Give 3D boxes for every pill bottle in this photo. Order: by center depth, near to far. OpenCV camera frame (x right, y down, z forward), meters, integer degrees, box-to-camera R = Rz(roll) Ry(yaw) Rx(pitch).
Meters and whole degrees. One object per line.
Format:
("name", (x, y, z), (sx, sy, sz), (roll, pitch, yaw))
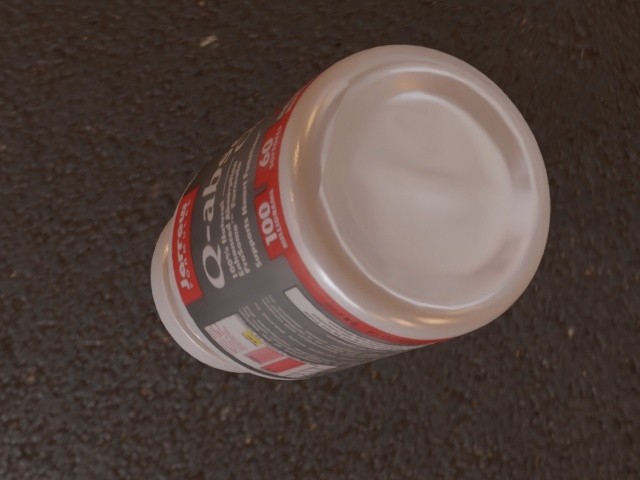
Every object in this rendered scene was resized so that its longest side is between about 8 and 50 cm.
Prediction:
("pill bottle", (0.000, 0.000, 1.020), (0.210, 0.210, 0.363), (55, 152, -4))
